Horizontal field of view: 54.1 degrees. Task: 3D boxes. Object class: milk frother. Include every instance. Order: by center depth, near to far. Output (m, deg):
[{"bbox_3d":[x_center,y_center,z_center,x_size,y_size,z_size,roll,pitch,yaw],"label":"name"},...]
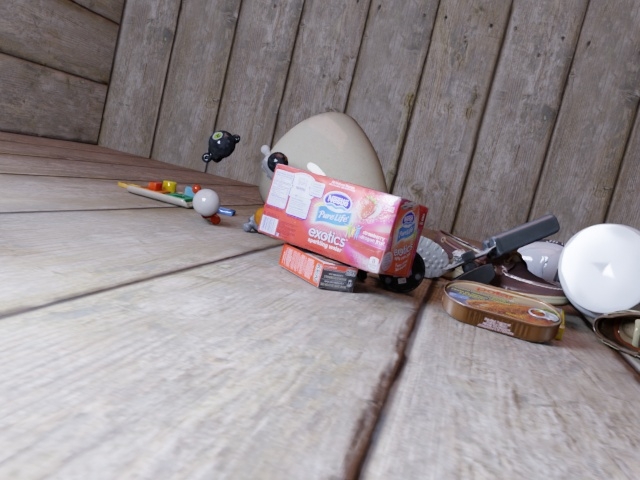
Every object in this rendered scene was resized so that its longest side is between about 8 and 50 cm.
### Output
[{"bbox_3d":[0.130,0.012,1.170,0.129,0.143,0.135,10,6,1],"label":"milk frother"}]

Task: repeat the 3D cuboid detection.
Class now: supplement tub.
[{"bbox_3d":[0.595,0.072,1.264,0.191,0.191,0.272,18,1,33],"label":"supplement tub"}]

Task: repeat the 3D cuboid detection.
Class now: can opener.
[{"bbox_3d":[0.385,0.026,1.337,0.280,0.093,0.074,-25,-5,-14],"label":"can opener"}]

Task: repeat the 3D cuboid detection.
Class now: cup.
[{"bbox_3d":[0.040,-0.127,1.624,0.331,0.331,0.237,5,37,-50],"label":"cup"}]

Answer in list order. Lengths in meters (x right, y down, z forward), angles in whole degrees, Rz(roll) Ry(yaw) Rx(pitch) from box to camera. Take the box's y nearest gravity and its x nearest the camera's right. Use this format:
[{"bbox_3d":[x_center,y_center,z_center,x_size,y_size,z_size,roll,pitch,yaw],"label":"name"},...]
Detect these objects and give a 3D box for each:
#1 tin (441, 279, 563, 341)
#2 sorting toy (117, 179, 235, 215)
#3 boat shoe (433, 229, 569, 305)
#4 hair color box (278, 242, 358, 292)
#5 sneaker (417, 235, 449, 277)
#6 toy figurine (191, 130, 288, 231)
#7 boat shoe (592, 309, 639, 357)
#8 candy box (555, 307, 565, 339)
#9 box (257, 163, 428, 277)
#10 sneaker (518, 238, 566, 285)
[{"bbox_3d":[0.290,0.112,1.014,0.189,0.040,0.106,15,26,16],"label":"tin"},{"bbox_3d":[-0.396,-0.130,1.695,0.347,0.047,0.196,15,7,14],"label":"sorting toy"},{"bbox_3d":[0.396,0.054,1.409,0.342,0.123,0.123,20,9,43],"label":"boat shoe"},{"bbox_3d":[-0.006,0.044,1.054,0.071,0.043,0.141,11,8,-33],"label":"hair color box"},{"bbox_3d":[0.171,0.026,1.405,0.234,0.090,0.095,14,-3,-3],"label":"sneaker"},{"bbox_3d":[-0.179,-0.129,1.429,0.209,0.213,0.148,17,-6,-10],"label":"toy figurine"},{"bbox_3d":[0.543,0.162,1.005,0.095,0.095,0.257,9,-4,-16],"label":"boat shoe"},{"bbox_3d":[0.388,0.136,1.141,0.105,0.027,0.206,18,9,20],"label":"candy box"},{"bbox_3d":[0.037,-0.035,1.071,0.256,0.128,0.122,19,5,33],"label":"box"},{"bbox_3d":[0.618,0.085,1.525,0.365,0.138,0.210,20,6,20],"label":"sneaker"}]
